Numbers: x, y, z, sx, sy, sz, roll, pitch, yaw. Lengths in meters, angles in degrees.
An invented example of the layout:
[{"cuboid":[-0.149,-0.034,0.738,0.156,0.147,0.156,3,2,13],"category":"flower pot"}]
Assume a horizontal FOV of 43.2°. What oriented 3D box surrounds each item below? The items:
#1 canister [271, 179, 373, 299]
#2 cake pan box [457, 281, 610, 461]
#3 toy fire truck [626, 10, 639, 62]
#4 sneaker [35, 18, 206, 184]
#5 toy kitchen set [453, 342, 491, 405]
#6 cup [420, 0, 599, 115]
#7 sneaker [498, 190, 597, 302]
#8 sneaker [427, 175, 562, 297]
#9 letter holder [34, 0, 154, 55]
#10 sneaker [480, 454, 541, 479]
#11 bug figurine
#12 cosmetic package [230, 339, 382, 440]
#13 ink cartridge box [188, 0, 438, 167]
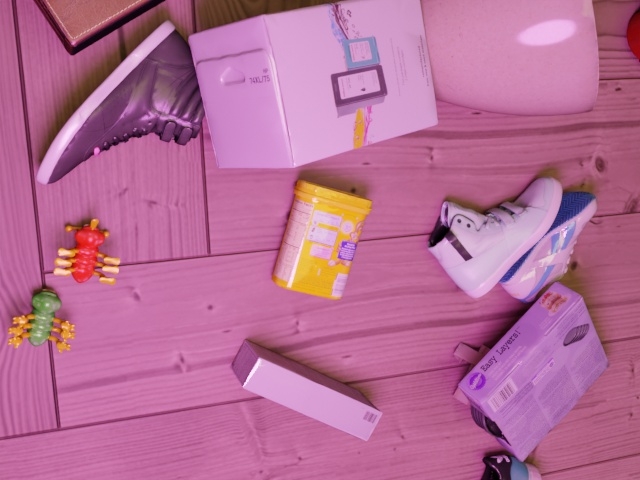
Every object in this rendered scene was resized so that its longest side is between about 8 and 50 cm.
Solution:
[{"cuboid":[0.000,0.000,1.297,0.126,0.073,0.169,14,96,-20],"category":"canister"},{"cuboid":[0.382,0.240,1.426,0.267,0.070,0.245,-46,132,-7],"category":"cake pan box"},{"cuboid":[0.606,-0.428,1.395,0.246,0.158,0.217,30,90,-10],"category":"toy fire truck"},{"cuboid":[-0.264,-0.162,1.158,0.147,0.104,0.295,43,80,-15],"category":"sneaker"},{"cuboid":[0.264,0.233,1.457,0.068,0.075,0.083,30,50,14],"category":"toy kitchen set"},{"cuboid":[0.255,-0.327,1.220,0.237,0.331,0.331,-13,105,9],"category":"cup"},{"cuboid":[0.408,0.008,1.437,0.228,0.087,0.092,-47,118,2],"category":"sneaker"},{"cuboid":[0.294,-0.042,1.379,0.151,0.094,0.256,43,84,-18],"category":"sneaker"},{"cuboid":[-0.267,-0.423,1.088,0.302,0.152,0.214,-34,107,-10],"category":"letter holder"},{"cuboid":[0.295,0.536,1.484,0.121,0.108,0.302,23,84,-20],"category":"sneaker"},{"cuboid":[-0.442,0.045,1.155,0.279,0.072,0.216,14,101,-25],"category":"bug figurine"},{"cuboid":[-0.024,0.246,1.321,0.239,0.099,0.060,28,93,-21],"category":"cosmetic package"},{"cuboid":[-0.008,-0.226,1.144,0.270,0.198,0.197,-20,106,-34],"category":"ink cartridge box"}]
